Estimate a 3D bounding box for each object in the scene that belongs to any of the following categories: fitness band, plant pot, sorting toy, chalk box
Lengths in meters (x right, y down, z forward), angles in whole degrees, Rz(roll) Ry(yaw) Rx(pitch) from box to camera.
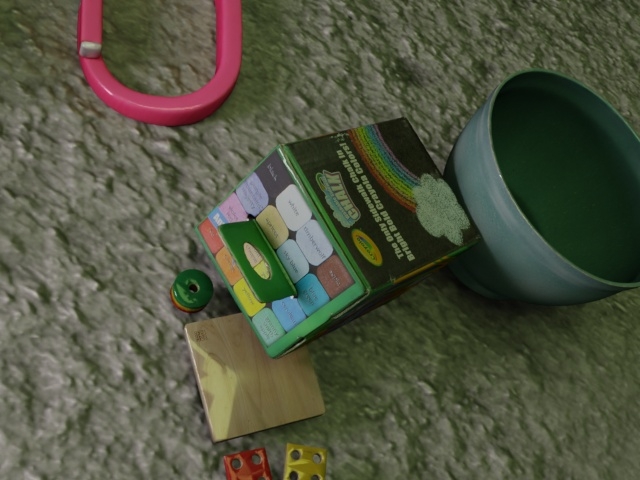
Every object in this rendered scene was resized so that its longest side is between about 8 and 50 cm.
[{"bbox_3d":[-0.203,-0.284,1.144,0.208,0.054,0.291,6,66,-19],"label":"fitness band"},{"bbox_3d":[0.264,-0.040,1.114,0.292,0.196,0.293,16,57,-26],"label":"plant pot"},{"bbox_3d":[-0.075,0.158,0.993,0.132,0.046,0.275,-10,70,-25],"label":"sorting toy"},{"bbox_3d":[0.000,0.000,0.972,0.288,0.179,0.180,-19,75,-47],"label":"chalk box"}]
